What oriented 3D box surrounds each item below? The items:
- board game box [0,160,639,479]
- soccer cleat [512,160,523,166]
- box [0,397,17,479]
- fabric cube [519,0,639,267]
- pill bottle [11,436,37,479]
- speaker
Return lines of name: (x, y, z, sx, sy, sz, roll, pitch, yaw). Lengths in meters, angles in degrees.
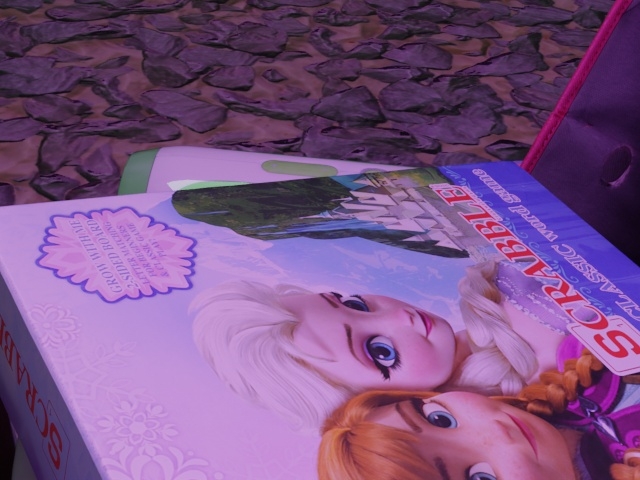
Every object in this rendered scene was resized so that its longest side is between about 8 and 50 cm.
board game box: (0.052, 0.082, 0.436, 0.318, 0.065, 0.318, -8, 39, -33)
soccer cleat: (0.253, -0.031, 0.912, 0.248, 0.083, 0.095, 6, 29, 7)
box: (-0.270, 0.149, 0.500, 0.167, 0.168, 0.203, 10, 34, 10)
fabric cube: (0.295, 0.006, 0.627, 0.258, 0.259, 0.254, 15, 21, -43)
pill bottle: (-0.006, 0.131, 0.565, 0.283, 0.160, 0.160, 8, 34, 6)
speaker: (0.000, 0.000, 0.789, 0.297, 0.131, 0.131, 6, 34, 2)
